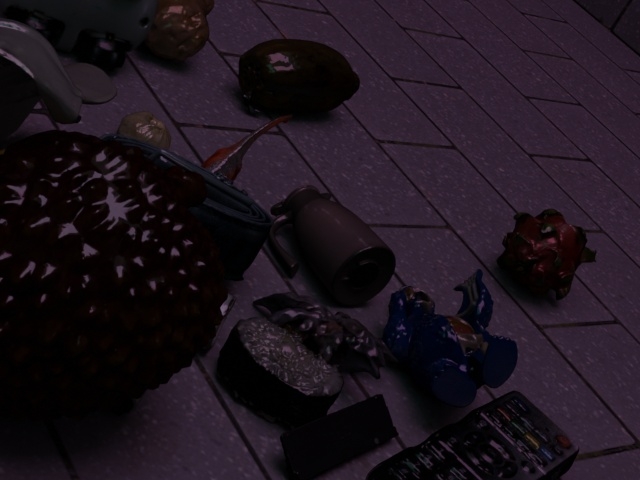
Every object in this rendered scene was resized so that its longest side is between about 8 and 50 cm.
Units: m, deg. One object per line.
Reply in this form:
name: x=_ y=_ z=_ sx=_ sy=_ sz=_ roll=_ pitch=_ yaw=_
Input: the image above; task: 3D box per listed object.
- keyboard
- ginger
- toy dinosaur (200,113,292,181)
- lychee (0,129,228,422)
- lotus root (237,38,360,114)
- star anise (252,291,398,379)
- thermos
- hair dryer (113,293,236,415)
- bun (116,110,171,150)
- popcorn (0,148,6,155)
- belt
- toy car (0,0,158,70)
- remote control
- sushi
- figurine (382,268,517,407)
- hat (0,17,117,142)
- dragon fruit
keyboard: x=0.023 y=0.231 z=1.315 sx=0.195 sy=0.018 sz=0.060 roll=-12 pitch=82 yaw=-51
ginger: x=-0.311 y=-0.449 z=1.997 sx=0.190 sy=0.126 sz=0.354 roll=-27 pitch=62 yaw=-33
toy dinosaur: x=-0.140 y=-0.105 z=1.627 sx=0.055 sy=0.101 sz=0.279 roll=45 pitch=51 yaw=-4
lychee: x=-0.244 y=0.034 z=1.128 sx=0.306 sy=0.306 sz=0.330 roll=41 pitch=75 yaw=20
lotus root: x=-0.041 y=-0.291 z=1.990 sx=0.241 sy=0.124 sz=0.123 roll=-2 pitch=53 yaw=-43
star anise: x=0.010 y=0.118 z=1.440 sx=0.180 sy=0.061 sz=0.204 roll=15 pitch=13 yaw=-39
thermos: x=0.000 y=0.000 z=1.612 sx=0.137 sy=0.105 sz=0.193 roll=-25 pitch=49 yaw=-18
hair dryer: x=-0.198 y=0.118 z=1.294 sx=0.131 sy=0.073 sz=0.236 roll=27 pitch=38 yaw=-1
bun: x=-0.260 y=-0.159 z=1.663 sx=0.086 sy=0.055 sz=0.086 roll=22 pitch=31 yaw=-14
popcorn: x=-0.356 y=-0.047 z=1.318 sx=0.152 sy=0.148 sz=0.167 roll=49 pitch=39 yaw=-10
belt: x=-0.187 y=-0.050 z=1.431 sx=0.267 sy=0.116 sz=0.206 roll=24 pitch=12 yaw=-36
toy car: x=-0.392 y=-0.406 z=1.801 sx=0.255 sy=0.189 sz=0.190 roll=13 pitch=27 yaw=-23
remote control: x=0.183 y=0.288 z=1.348 sx=0.144 sy=0.062 sz=0.398 roll=44 pitch=31 yaw=23
sushi: x=-0.051 y=0.159 z=1.328 sx=0.150 sy=0.078 sz=0.090 roll=34 pitch=36 yaw=7
figurine: x=0.166 y=0.139 z=1.524 sx=0.164 sy=0.121 sz=0.262 roll=-9 pitch=26 yaw=-2
hat: x=-0.392 y=-0.207 z=1.396 sx=0.301 sy=0.257 sz=0.168 roll=-46 pitch=120 yaw=-67
dragon fruit: x=0.386 y=0.020 z=1.885 sx=0.137 sy=0.135 sz=0.236 roll=37 pitch=12 yaw=26
